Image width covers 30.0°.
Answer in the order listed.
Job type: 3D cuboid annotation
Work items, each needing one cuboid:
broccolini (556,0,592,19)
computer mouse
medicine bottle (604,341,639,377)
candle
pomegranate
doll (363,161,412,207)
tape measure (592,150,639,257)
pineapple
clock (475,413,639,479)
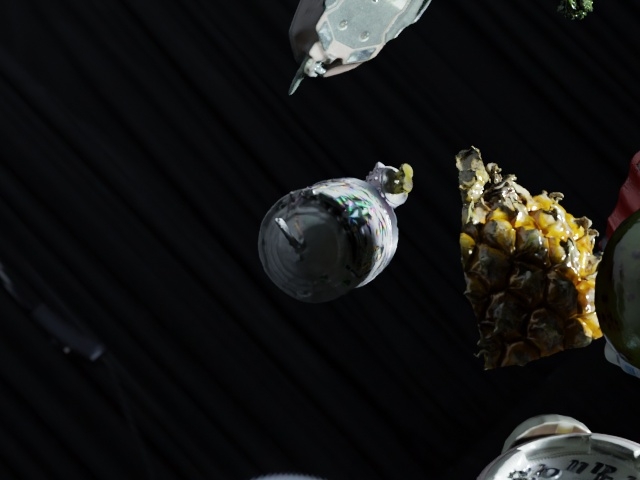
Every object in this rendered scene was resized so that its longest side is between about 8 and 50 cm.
[{"bbox_3d":[0.463,-0.478,2.170,0.216,0.067,0.058,69,24,-62],"label":"broccolini"},{"bbox_3d":[0.058,-0.408,2.011,0.199,0.115,0.389,23,113,-38],"label":"computer mouse"},{"bbox_3d":[0.411,0.149,1.530,0.052,0.052,0.089,-39,-148,-19],"label":"medicine bottle"},{"bbox_3d":[0.000,0.000,1.869,0.187,0.187,0.330,-46,172,19],"label":"candle"},{"bbox_3d":[0.450,0.047,1.378,0.231,0.231,0.286,-35,-171,-38],"label":"pomegranate"},{"bbox_3d":[0.099,-0.092,2.347,0.207,0.129,0.081,-21,143,38],"label":"doll"},{"bbox_3d":[0.658,-0.044,2.209,0.114,0.260,0.253,-105,-156,-56],"label":"tape measure"},{"bbox_3d":[0.307,0.000,1.634,0.209,0.286,0.344,-8,-172,15],"label":"pineapple"},{"bbox_3d":[0.347,0.379,1.582,0.326,0.342,0.184,-40,132,-37],"label":"clock"}]
